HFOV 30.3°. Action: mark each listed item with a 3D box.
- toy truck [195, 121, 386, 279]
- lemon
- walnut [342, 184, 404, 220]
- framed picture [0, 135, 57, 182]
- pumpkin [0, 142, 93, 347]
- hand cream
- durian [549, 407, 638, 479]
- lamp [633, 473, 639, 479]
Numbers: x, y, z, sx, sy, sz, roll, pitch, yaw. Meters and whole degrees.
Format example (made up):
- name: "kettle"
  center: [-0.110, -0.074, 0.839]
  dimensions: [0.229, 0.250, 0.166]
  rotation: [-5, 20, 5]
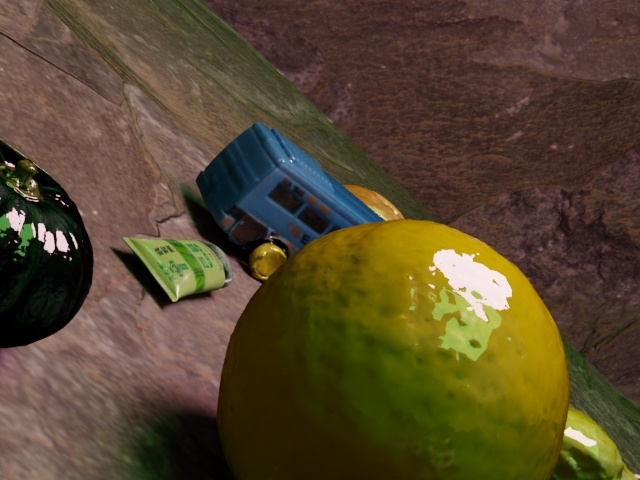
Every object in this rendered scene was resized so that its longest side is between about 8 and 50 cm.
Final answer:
- name: "toy truck"
  center: [0.000, 0.000, 1.722]
  dimensions: [0.385, 0.162, 0.161]
  rotation: [37, 13, -35]
- name: "lemon"
  center: [0.064, 0.145, 1.086]
  dimensions: [0.348, 0.348, 0.348]
  rotation: [43, 12, -12]
- name: "walnut"
  center: [0.069, -0.003, 1.987]
  dimensions: [0.207, 0.159, 0.159]
  rotation: [39, 13, -5]
- name: "framed picture"
  center: [-0.335, -0.060, 1.163]
  dimensions: [0.184, 0.016, 0.250]
  rotation: [39, 13, -27]
- name: "pumpkin"
  center: [-0.266, -0.006, 0.923]
  dimensions: [0.202, 0.140, 0.202]
  rotation: [43, 9, -9]
- name: "hand cream"
  center: [-0.157, 0.030, 1.378]
  dimensions: [0.095, 0.046, 0.175]
  rotation: [51, 15, 13]
- name: "durian"
  center: [0.295, 0.309, 1.400]
  dimensions: [0.339, 0.204, 0.256]
  rotation: [56, -19, -23]
- name: "lamp"
  center: [0.421, 0.423, 1.649]
  dimensions: [0.223, 0.196, 0.223]
  rotation: [6, 28, -3]
